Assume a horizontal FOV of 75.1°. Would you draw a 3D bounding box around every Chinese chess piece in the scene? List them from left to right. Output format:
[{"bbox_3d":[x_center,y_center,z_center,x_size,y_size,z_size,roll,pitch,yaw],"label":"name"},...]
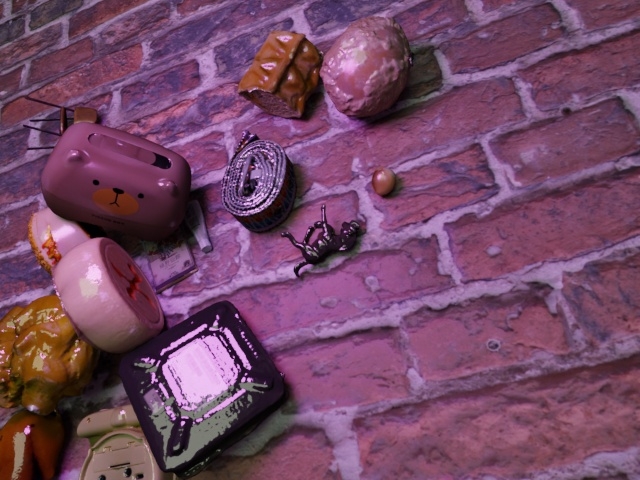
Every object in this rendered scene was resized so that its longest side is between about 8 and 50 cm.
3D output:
[{"bbox_3d":[-0.585,0.155,1.174,0.140,0.338,0.338,-30,63,-7],"label":"Chinese chess piece"}]

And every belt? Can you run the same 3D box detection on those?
[{"bbox_3d":[-0.186,-0.185,1.285,0.207,0.160,0.295,10,73,21],"label":"belt"}]

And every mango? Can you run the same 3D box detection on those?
[{"bbox_3d":[-0.831,0.619,1.172,0.201,0.152,0.287,-2,70,7],"label":"mango"}]

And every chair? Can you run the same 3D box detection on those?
[{"bbox_3d":[-1.040,-0.464,1.679,0.247,0.172,0.158,0,60,-29],"label":"chair"}]

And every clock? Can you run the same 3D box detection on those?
[{"bbox_3d":[-0.495,0.612,1.085,0.286,0.117,0.348,-17,65,11],"label":"clock"}]

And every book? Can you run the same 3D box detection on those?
[{"bbox_3d":[-0.504,0.038,1.372,0.157,0.026,0.231,-29,63,4],"label":"book"}]

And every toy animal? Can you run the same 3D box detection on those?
[{"bbox_3d":[0.000,0.000,1.196,0.233,0.084,0.148,-35,64,-3],"label":"toy animal"}]

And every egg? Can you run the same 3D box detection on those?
[{"bbox_3d":[0.141,-0.520,1.266,0.279,0.279,0.310,22,71,24],"label":"egg"},{"bbox_3d":[0.183,-0.172,1.215,0.071,0.071,0.083,12,91,22],"label":"egg"}]

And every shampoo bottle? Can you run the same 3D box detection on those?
[{"bbox_3d":[-0.402,-0.046,1.364,0.069,0.041,0.190,-30,63,-1],"label":"shampoo bottle"}]

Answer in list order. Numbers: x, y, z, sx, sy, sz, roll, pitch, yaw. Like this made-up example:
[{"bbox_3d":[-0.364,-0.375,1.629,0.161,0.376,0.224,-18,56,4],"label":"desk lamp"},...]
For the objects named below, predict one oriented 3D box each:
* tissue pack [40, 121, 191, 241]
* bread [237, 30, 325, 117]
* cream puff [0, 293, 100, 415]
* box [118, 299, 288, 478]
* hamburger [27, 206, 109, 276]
[{"bbox_3d":[-0.585,-0.178,1.238,0.277,0.387,0.267,-44,35,44],"label":"tissue pack"},{"bbox_3d":[-0.122,-0.547,1.392,0.196,0.238,0.252,4,73,57],"label":"bread"},{"bbox_3d":[-0.805,0.311,1.179,0.378,0.275,0.378,-24,57,42],"label":"cream puff"},{"bbox_3d":[-0.303,0.361,1.081,0.350,0.091,0.359,-31,59,-21],"label":"box"},{"bbox_3d":[-0.800,0.015,1.337,0.179,0.276,0.294,-32,44,-10],"label":"hamburger"}]
